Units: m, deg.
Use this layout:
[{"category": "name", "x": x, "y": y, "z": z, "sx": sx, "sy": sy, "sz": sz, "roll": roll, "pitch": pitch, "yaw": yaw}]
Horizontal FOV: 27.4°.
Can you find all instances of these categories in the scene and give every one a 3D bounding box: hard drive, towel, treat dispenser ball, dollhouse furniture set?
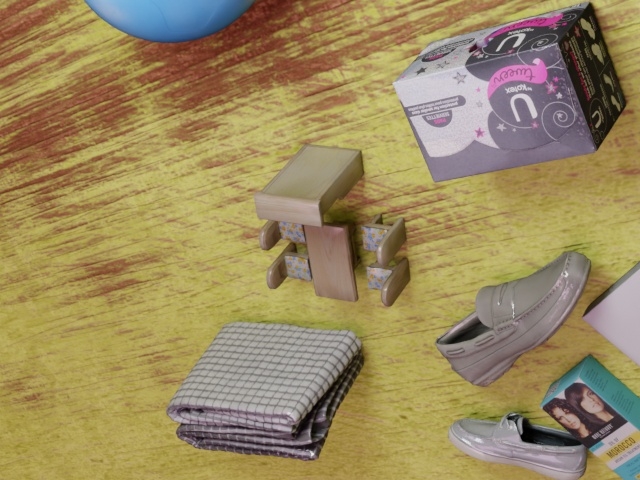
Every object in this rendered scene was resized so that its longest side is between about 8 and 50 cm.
[{"category": "hard drive", "x": 0.552, "y": 0.149, "z": 1.860, "sx": 0.307, "sy": 0.040, "sz": 0.203, "roll": 40, "pitch": 133, "yaw": 0}, {"category": "towel", "x": -0.083, "y": 0.247, "z": 2.181, "sx": 0.284, "sy": 0.235, "sz": 0.121, "roll": 1, "pitch": 125, "yaw": 32}, {"category": "treat dispenser ball", "x": -0.201, "y": -0.408, "z": 1.746, "sx": 0.288, "sy": 0.288, "sz": 0.288, "roll": 16, "pitch": 128, "yaw": 21}, {"category": "dollhouse furniture set", "x": 0.000, "y": 0.000, "z": 2.002, "sx": 0.212, "sy": 0.161, "sz": 0.242, "roll": 8, "pitch": 125, "yaw": 26}]

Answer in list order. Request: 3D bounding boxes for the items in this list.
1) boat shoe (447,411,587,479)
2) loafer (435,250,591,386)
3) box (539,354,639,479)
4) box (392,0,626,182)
[{"category": "boat shoe", "x": 0.318, "y": 0.314, "z": 2.102, "sx": 0.227, "sy": 0.079, "sz": 0.081, "roll": 14, "pitch": 119, "yaw": 16}, {"category": "loafer", "x": 0.282, "y": 0.110, "z": 1.947, "sx": 0.111, "sy": 0.112, "sz": 0.319, "roll": 34, "pitch": 134, "yaw": -6}, {"category": "box", "x": 0.463, "y": 0.293, "z": 2.003, "sx": 0.244, "sy": 0.060, "sz": 0.100, "roll": 41, "pitch": 133, "yaw": -1}, {"category": "box", "x": 0.248, "y": -0.193, "z": 1.729, "sx": 0.247, "sy": 0.142, "sz": 0.163, "roll": -10, "pitch": 117, "yaw": 35}]
